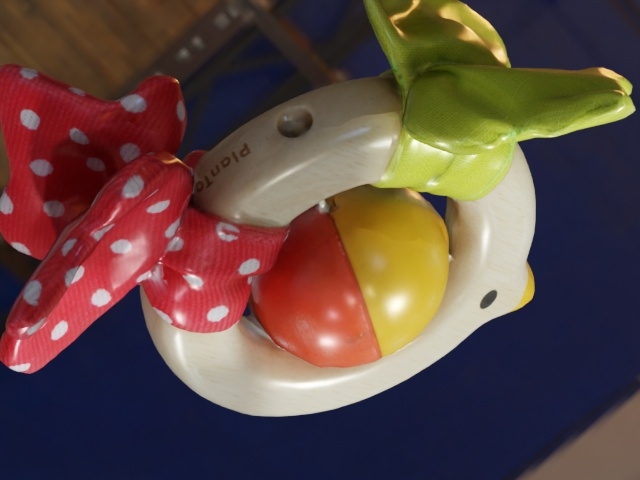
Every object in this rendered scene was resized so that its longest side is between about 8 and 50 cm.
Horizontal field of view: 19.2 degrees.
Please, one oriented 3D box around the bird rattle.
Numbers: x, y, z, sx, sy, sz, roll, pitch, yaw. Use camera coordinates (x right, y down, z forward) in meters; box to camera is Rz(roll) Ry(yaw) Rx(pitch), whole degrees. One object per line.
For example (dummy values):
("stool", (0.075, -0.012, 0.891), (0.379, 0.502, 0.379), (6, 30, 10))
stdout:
("bird rattle", (0.000, 0.000, 0.726), (0.253, 0.207, 0.143), (-33, -131, -11))
